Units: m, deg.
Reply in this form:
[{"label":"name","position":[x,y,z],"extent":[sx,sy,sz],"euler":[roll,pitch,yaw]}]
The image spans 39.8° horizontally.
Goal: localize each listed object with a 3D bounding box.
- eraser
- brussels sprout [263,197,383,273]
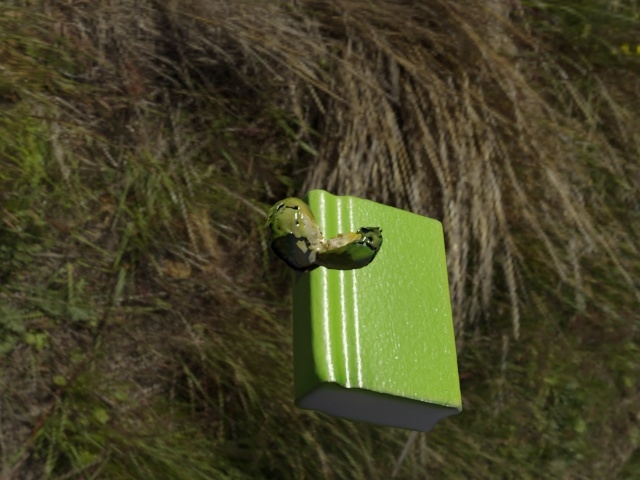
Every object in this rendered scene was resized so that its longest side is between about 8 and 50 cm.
[{"label":"eraser","position":[0.065,0.088,1.122],"extent":[0.210,0.092,0.274],"euler":[15,59,-24]},{"label":"brussels sprout","position":[0.001,0.001,0.633],"extent":[0.046,0.083,0.051],"euler":[-52,157,-49]}]
